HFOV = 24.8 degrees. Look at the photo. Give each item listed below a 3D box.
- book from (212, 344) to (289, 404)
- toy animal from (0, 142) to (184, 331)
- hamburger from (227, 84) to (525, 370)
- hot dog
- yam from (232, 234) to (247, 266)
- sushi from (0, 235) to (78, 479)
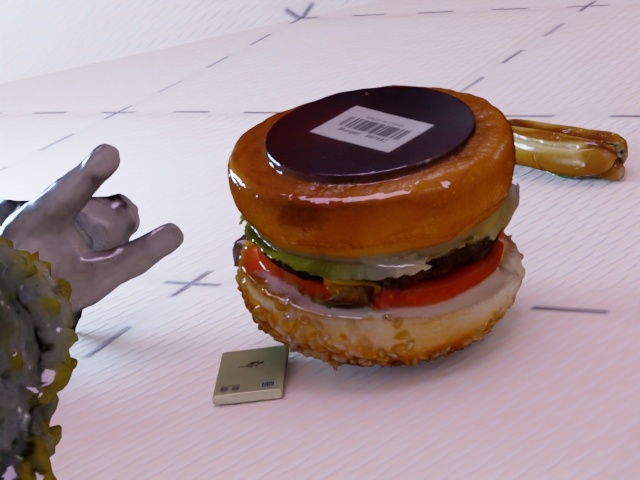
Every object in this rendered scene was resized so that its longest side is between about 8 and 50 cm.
[{"bbox_3d":[-0.076,0.148,1.609,0.077,0.014,0.111,-7,21,5],"label":"book"},{"bbox_3d":[-0.360,0.047,1.737,0.344,0.194,0.303,-37,9,-26],"label":"toy animal"},{"bbox_3d":[0.062,-0.014,1.616,0.330,0.250,0.330,-8,28,4],"label":"hamburger"},{"bbox_3d":[0.325,-0.129,2.079,0.100,0.068,0.249,-15,20,-42],"label":"hot dog"},{"bbox_3d":[0.000,0.000,1.911,0.241,0.056,0.057,-8,20,9],"label":"yam"},{"bbox_3d":[-0.375,0.151,1.204,0.240,0.351,0.396,-16,56,38],"label":"sushi"}]
